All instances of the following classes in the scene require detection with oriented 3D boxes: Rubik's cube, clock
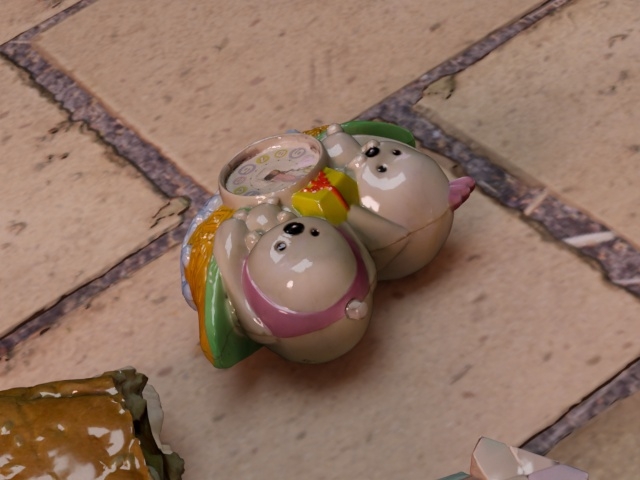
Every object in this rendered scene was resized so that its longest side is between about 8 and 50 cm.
[{"bbox_3d":[0.094,0.153,0.907,0.084,0.075,0.073,5,45,26],"label":"Rubik's cube"},{"bbox_3d":[0.000,0.000,1.094,0.144,0.103,0.231,10,46,40],"label":"clock"}]

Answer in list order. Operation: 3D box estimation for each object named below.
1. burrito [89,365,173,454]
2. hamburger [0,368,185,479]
[{"bbox_3d":[-0.261,0.192,0.990,0.392,0.076,0.117,-26,43,-10],"label":"burrito"},{"bbox_3d":[-0.155,0.205,0.855,0.211,0.132,0.309,-14,58,-1],"label":"hamburger"}]
